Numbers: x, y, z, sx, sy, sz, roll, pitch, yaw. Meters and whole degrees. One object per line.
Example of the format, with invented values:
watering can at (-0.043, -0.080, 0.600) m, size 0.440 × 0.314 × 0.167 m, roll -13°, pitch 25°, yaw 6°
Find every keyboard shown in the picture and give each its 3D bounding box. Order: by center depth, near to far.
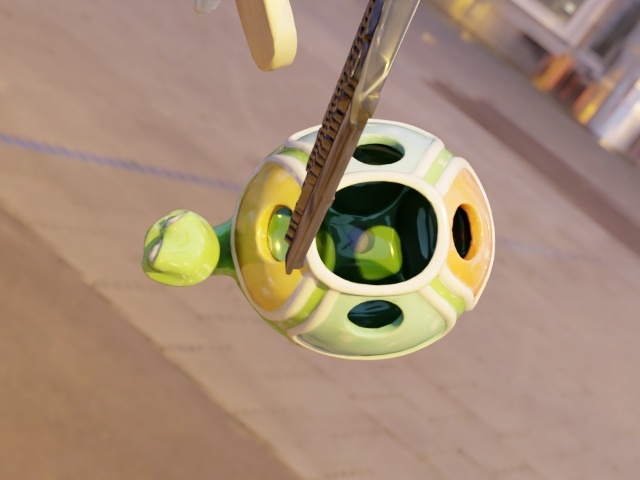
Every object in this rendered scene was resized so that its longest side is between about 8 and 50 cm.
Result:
keyboard at (0.029, -0.106, 1.185) m, size 0.033 × 0.201 × 0.317 m, roll 24°, pitch -19°, yaw -1°

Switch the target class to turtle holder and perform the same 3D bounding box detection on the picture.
turtle holder at (0.013, -0.015, 1.886) m, size 0.320 × 0.243 × 0.227 m, roll 25°, pitch -3°, yaw -3°

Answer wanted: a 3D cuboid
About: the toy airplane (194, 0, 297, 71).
toy airplane at (-0.104, -0.399, 1.732) m, size 0.384 × 0.386 × 0.272 m, roll 42°, pitch 42°, yaw 24°
